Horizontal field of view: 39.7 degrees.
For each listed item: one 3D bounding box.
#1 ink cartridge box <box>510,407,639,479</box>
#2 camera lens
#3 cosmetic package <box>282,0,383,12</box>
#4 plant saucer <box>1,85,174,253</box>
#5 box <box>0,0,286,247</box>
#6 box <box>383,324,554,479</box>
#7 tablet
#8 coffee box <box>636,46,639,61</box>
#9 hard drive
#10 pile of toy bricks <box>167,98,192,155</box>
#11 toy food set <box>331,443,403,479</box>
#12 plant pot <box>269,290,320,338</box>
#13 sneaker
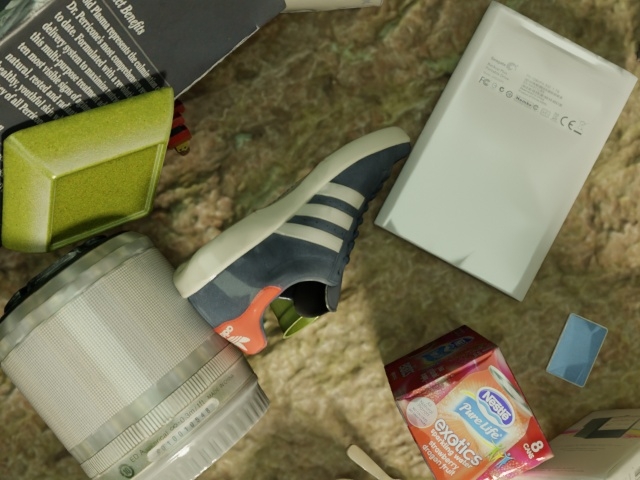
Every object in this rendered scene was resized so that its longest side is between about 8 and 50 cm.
[{"bbox_3d":[0.350,0.316,1.018,0.119,0.353,0.207,-11,88,37],"label":"ink cartridge box"},{"bbox_3d":[-0.218,0.143,1.014,0.219,0.219,0.274,-39,89,-2],"label":"camera lens"},{"bbox_3d":[-0.003,-0.443,1.082,0.153,0.129,0.296,-6,89,-3],"label":"cosmetic package"},{"bbox_3d":[-0.239,-0.061,0.943,0.188,0.188,0.045,-24,66,-33],"label":"plant saucer"},{"bbox_3d":[-0.378,-0.315,0.937,0.472,0.297,0.480,-41,74,-4],"label":"box"},{"bbox_3d":[0.157,0.186,1.003,0.122,0.257,0.128,-27,89,1],"label":"box"},{"bbox_3d":[0.328,0.140,1.134,0.054,0.006,0.083,24,89,-1],"label":"tablet"},{"bbox_3d":[0.477,-0.284,1.029,0.098,0.246,0.141,18,89,-2],"label":"coffee box"},{"bbox_3d":[0.233,-0.112,1.122,0.210,0.040,0.319,28,88,0],"label":"hard drive"},{"bbox_3d":[-0.244,-0.084,1.092,0.212,0.118,0.105,-30,128,-12],"label":"pile of toy bricks"},{"bbox_3d":[0.031,0.352,1.066,0.132,0.038,0.192,42,71,-16],"label":"toy food set"},{"bbox_3d":[-0.036,0.064,1.097,0.083,0.083,0.079,-38,78,-2],"label":"plant pot"},{"bbox_3d":[0.000,0.000,1.036,0.350,0.131,0.148,-38,93,-25],"label":"sneaker"}]
